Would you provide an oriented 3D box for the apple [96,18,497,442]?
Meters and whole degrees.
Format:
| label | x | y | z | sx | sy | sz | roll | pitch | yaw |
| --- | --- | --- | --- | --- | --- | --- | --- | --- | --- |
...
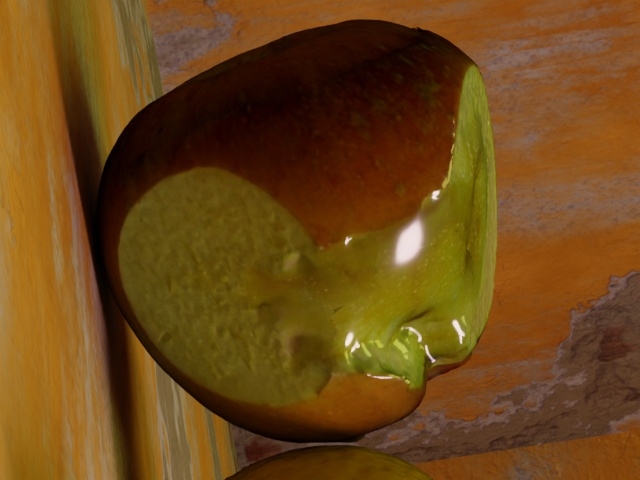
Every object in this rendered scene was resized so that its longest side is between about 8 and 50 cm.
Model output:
| label | x | y | z | sx | sy | sz | roll | pitch | yaw |
| --- | --- | --- | --- | --- | --- | --- | --- | --- | --- |
| apple | 0.000 | 0.000 | 1.567 | 0.384 | 0.374 | 0.374 | -2 | -83 | 63 |

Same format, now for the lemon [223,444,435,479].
| label | x | y | z | sx | sy | sz | roll | pitch | yaw |
| --- | --- | --- | --- | --- | --- | --- | --- | --- | --- |
| lemon | 0.008 | 0.324 | 1.548 | 0.336 | 0.336 | 0.336 | 172 | -90 | -89 |
